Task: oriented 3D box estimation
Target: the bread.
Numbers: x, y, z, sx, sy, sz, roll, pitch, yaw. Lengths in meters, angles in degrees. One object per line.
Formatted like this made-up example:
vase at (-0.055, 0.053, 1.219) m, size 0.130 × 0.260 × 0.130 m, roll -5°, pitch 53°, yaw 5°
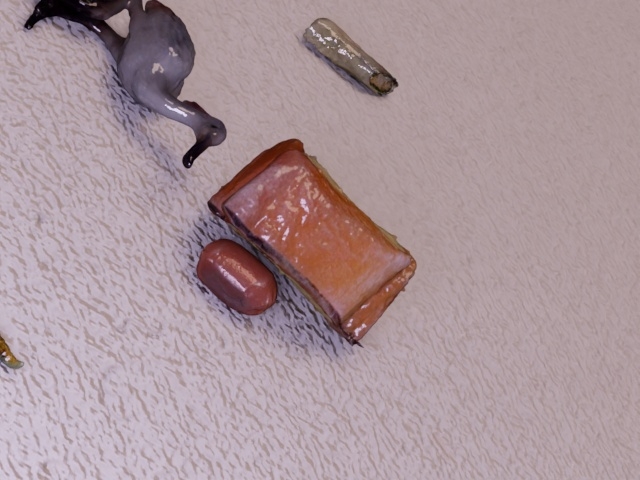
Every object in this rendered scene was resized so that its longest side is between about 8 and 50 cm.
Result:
bread at (-0.002, -0.002, 1.940) m, size 0.244 × 0.123 × 0.190 m, roll 46°, pitch 0°, yaw -17°

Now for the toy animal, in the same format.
toy animal at (-0.190, -0.194, 2.009) m, size 0.324 × 0.090 × 0.195 m, roll 46°, pitch 37°, yaw 20°

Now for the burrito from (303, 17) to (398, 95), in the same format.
burrito at (0.042, -0.241, 2.375) m, size 0.149 × 0.041 × 0.055 m, roll 38°, pitch 19°, yaw -10°

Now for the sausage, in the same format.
sausage at (-0.088, 0.041, 1.878) m, size 0.094 × 0.059 × 0.054 m, roll 42°, pitch 35°, yaw -1°

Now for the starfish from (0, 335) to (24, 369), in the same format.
starfish at (-0.356, 0.058, 1.577) m, size 0.217 × 0.050 × 0.223 m, roll 29°, pitch 28°, yaw -8°
